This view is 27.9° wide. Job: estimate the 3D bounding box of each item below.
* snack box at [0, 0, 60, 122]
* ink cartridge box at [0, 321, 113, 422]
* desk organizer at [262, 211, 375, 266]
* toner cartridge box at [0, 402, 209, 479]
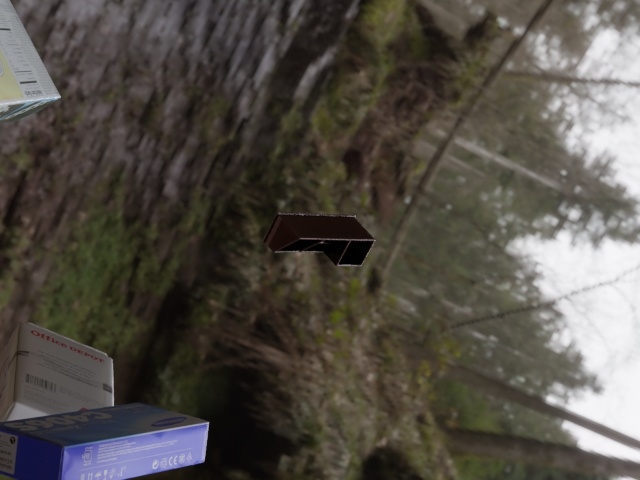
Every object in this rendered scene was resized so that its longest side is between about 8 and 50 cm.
[{"bbox_3d":[-0.360,-0.198,1.208,0.060,0.187,0.322,-26,-176,10],"label":"snack box"},{"bbox_3d":[-0.506,0.303,2.442,0.117,0.207,0.283,-57,-157,19],"label":"ink cartridge box"},{"bbox_3d":[0.000,0.000,1.561,0.050,0.130,0.047,48,-57,36],"label":"desk organizer"},{"bbox_3d":[-0.352,0.327,2.068,0.165,0.348,0.075,10,-85,32],"label":"toner cartridge box"}]
